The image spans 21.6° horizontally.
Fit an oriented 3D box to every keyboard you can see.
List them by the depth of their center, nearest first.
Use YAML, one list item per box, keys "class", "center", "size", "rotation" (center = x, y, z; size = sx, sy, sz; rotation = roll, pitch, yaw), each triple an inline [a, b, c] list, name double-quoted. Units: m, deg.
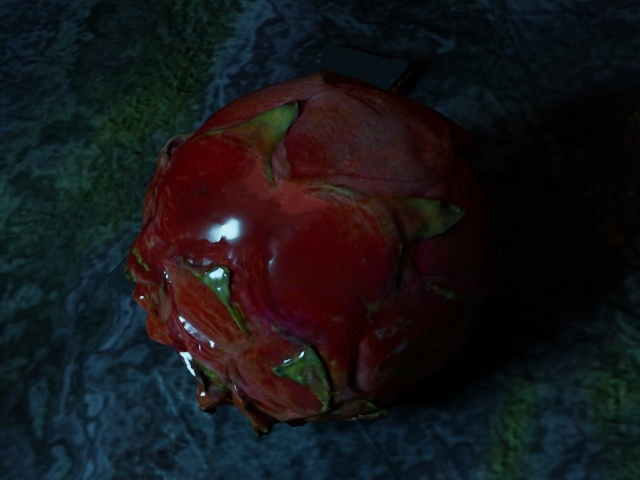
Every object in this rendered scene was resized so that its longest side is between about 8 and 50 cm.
- class: "keyboard"
  center: [-0.040, -0.054, 1.334]
  size: [0.101, 0.018, 0.310]
  rotation: [17, 52, 33]

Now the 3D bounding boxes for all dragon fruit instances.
- class: "dragon fruit"
  center: [-0.004, 0.007, 1.113]
  size: [0.252, 0.241, 0.241]
  rotation: [-5, 42, -6]
